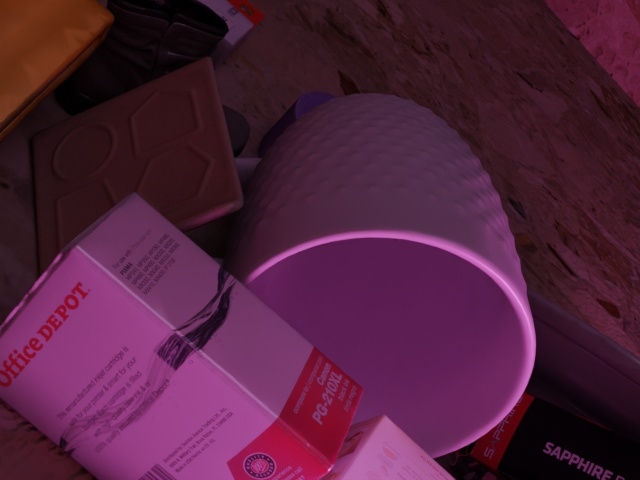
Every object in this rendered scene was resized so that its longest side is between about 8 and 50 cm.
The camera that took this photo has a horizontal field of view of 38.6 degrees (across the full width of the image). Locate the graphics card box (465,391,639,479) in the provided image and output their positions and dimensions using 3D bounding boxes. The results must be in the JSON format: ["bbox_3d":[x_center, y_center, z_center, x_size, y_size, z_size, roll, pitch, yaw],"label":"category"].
[{"bbox_3d":[0.348,0.276,0.869,0.371,0.094,0.233,21,-14,48],"label":"graphics card box"}]

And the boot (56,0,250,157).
[{"bbox_3d":[-0.143,-0.175,0.980,0.247,0.161,0.083,14,44,-41],"label":"boot"}]

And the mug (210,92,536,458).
[{"bbox_3d":[0.000,0.000,0.896,0.374,0.276,0.328,7,36,-3],"label":"mug"}]

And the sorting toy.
[{"bbox_3d":[-0.169,-0.062,0.827,0.038,0.193,0.208,58,13,-49],"label":"sorting toy"}]

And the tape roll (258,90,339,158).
[{"bbox_3d":[0.020,-0.092,1.155,0.189,0.080,0.189,30,35,-24],"label":"tape roll"}]

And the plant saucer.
[{"bbox_3d":[0.345,0.190,1.111,0.400,0.100,0.400,35,0,0],"label":"plant saucer"}]

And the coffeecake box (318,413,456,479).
[{"bbox_3d":[0.041,0.261,0.741,0.142,0.068,0.185,43,57,-6],"label":"coffeecake box"}]

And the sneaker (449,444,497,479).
[{"bbox_3d":[0.175,0.228,1.022,0.057,0.047,0.119,34,31,2],"label":"sneaker"}]

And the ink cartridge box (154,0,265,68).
[{"bbox_3d":[-0.166,-0.349,1.247,0.189,0.066,0.232,40,37,-9],"label":"ink cartridge box"}]

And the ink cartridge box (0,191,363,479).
[{"bbox_3d":[-0.116,0.107,0.694,0.237,0.172,0.100,42,32,-7],"label":"ink cartridge box"}]

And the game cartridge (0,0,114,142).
[{"bbox_3d":[-0.383,-0.207,0.771,0.324,0.053,0.285,39,52,-8],"label":"game cartridge"}]
